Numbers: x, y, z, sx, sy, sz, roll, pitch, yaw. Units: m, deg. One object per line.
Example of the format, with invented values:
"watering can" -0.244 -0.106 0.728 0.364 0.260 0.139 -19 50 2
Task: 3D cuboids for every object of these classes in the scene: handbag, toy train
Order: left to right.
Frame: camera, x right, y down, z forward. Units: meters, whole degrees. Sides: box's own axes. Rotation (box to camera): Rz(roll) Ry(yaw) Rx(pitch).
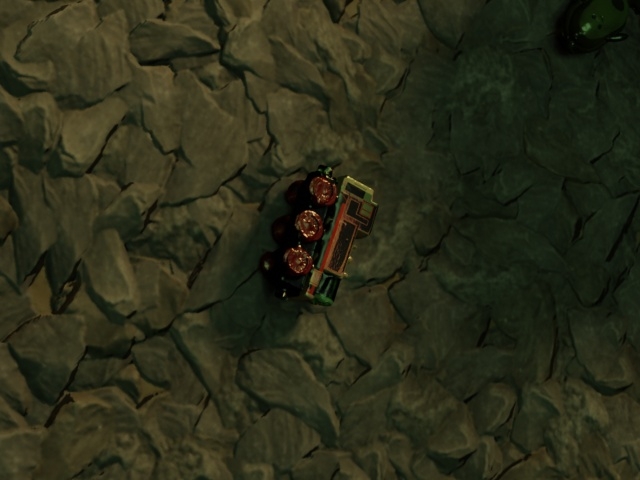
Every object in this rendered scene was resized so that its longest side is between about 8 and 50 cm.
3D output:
"toy train" 0.000 0.000 1.129 0.087 0.050 0.138 27 72 -25
"handbag" 0.306 -0.244 1.318 0.111 0.047 0.072 -40 101 -28
